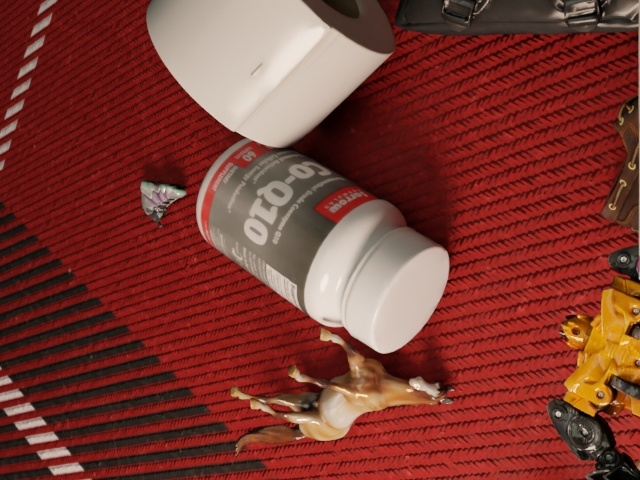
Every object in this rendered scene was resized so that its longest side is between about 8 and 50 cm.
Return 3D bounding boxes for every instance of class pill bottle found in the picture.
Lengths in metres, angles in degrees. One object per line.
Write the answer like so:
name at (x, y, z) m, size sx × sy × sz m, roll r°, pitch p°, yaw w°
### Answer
pill bottle at (0.000, 0.000, 0.896) m, size 0.283 × 0.161 × 0.161 m, roll 32°, pitch 108°, yaw 32°

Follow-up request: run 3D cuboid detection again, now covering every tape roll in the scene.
tape roll at (-0.055, -0.254, 0.888) m, size 0.169 × 0.246 × 0.246 m, roll -40°, pitch 67°, yaw 29°

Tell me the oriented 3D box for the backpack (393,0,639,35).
backpack at (0.228, -0.383, 0.698) m, size 0.290 × 0.273 × 0.355 m, roll 8°, pitch 114°, yaw 35°

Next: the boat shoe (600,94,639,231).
boat shoe at (0.301, -0.096, 0.688) m, size 0.073 × 0.073 × 0.207 m, roll 22°, pitch 130°, yaw 29°

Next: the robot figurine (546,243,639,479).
robot figurine at (0.310, 0.122, 0.548) m, size 0.291 × 0.085 × 0.211 m, roll 28°, pitch 101°, yaw 42°

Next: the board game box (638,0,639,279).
board game box at (0.381, -0.156, 0.436) m, size 0.390 × 0.050 × 0.389 m, roll -1°, pitch 87°, yaw 39°

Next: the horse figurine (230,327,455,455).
horse figurine at (0.006, 0.192, 0.912) m, size 0.263 × 0.174 × 0.066 m, roll -39°, pitch 38°, yaw 35°

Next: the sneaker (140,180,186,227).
sneaker at (-0.238, -0.053, 1.151) m, size 0.098 × 0.038 × 0.069 m, roll 11°, pitch 98°, yaw 45°

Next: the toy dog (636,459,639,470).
toy dog at (0.334, 0.299, 0.684) m, size 0.220 × 0.161 × 0.333 m, roll 49°, pitch 131°, yaw 23°
